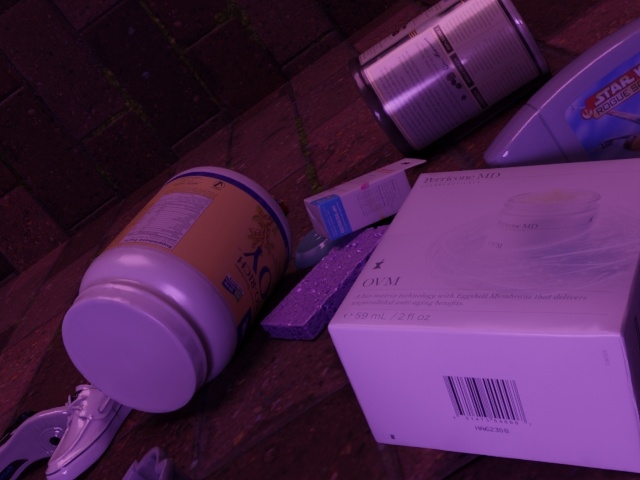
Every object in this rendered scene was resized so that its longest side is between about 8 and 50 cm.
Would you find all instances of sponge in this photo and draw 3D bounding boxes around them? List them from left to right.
[{"bbox_3d":[0.016,0.058,1.203,0.210,0.031,0.117,-46,20,-26],"label":"sponge"}]

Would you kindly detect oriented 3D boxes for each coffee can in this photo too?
[{"bbox_3d":[0.214,-0.293,1.425,0.275,0.201,0.201,-31,19,16],"label":"coffee can"}]

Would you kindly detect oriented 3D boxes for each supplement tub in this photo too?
[{"bbox_3d":[-0.203,0.065,1.254,0.241,0.241,0.331,-24,23,35],"label":"supplement tub"}]

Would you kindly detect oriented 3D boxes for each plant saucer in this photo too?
[{"bbox_3d":[0.000,0.000,1.391,0.119,0.021,0.119,-32,18,12],"label":"plant saucer"}]

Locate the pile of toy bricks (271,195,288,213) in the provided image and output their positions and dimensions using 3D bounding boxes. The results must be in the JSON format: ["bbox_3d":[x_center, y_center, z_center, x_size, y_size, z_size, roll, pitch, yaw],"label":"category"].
[{"bbox_3d":[-0.173,-0.046,1.722,0.212,0.118,0.105,2,73,49],"label":"pile of toy bricks"}]

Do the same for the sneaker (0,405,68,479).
[{"bbox_3d":[-0.465,0.308,1.398,0.217,0.079,0.121,-34,20,15],"label":"sneaker"}]

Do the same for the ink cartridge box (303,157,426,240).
[{"bbox_3d":[0.076,-0.065,1.297,0.181,0.062,0.104,-23,12,-10],"label":"ink cartridge box"}]

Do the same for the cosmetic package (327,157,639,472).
[{"bbox_3d":[0.163,0.049,0.699,0.224,0.138,0.225,-2,34,31],"label":"cosmetic package"}]

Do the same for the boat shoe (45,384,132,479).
[{"bbox_3d":[-0.351,0.259,1.299,0.095,0.084,0.258,-24,22,33],"label":"boat shoe"}]

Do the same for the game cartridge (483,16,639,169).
[{"bbox_3d":[0.313,-0.101,0.783,0.297,0.198,0.062,-34,18,9],"label":"game cartridge"}]

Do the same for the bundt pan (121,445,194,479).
[{"bbox_3d":[-0.140,0.322,0.595,0.331,0.124,0.331,-54,14,21],"label":"bundt pan"}]
